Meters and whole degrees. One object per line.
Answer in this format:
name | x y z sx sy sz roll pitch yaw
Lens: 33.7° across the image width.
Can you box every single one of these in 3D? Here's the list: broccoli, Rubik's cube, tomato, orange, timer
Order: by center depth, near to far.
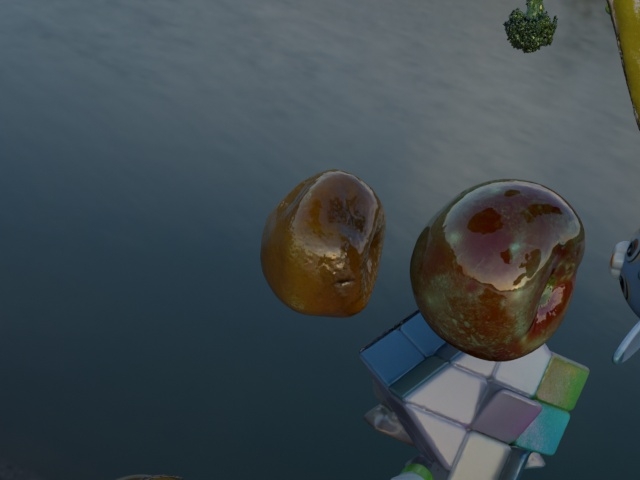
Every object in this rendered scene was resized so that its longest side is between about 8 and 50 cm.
timer | 0.409 0.046 1.284 0.255 0.175 0.175 -7 32 -30
tomato | 0.250 0.035 1.548 0.223 0.270 0.270 24 24 30
broccoli | 0.307 -0.322 1.555 0.097 0.092 0.095 -5 6 -14
orange | 0.000 0.000 1.714 0.183 0.249 0.249 9 21 14
Rubik's cube | 0.288 0.280 1.952 0.387 0.368 0.358 -34 13 -7

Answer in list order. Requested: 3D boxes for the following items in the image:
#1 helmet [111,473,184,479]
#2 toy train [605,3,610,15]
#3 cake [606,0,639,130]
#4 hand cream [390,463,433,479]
helmet | -0.264 0.404 1.381 0.130 0.224 0.198 7 -6 37
toy train | 0.565 -0.324 1.453 0.369 0.237 0.150 24 5 -42
cake | 0.268 -0.141 0.837 0.185 0.116 0.080 42 49 -1
hand cream | 0.101 0.365 1.387 0.079 0.050 0.275 34 17 7
